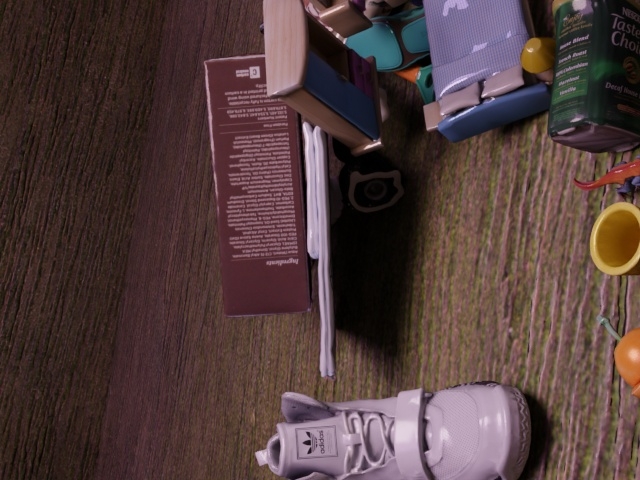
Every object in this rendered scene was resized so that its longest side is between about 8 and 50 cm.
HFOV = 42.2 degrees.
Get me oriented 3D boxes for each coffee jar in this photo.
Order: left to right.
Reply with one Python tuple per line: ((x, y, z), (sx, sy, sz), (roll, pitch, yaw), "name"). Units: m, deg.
((0.284, -0.188, 0.845), (0.079, 0.096, 0.184), (-15, 68, 60), "coffee jar")

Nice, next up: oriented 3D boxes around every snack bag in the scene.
((0.000, 0.000, 1.222), (0.323, 0.037, 0.343), (-86, -7, -83), "snack bag")

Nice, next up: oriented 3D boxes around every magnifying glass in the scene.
((0.158, -0.235, 1.211), (0.231, 0.026, 0.092), (50, 125, 60), "magnifying glass")

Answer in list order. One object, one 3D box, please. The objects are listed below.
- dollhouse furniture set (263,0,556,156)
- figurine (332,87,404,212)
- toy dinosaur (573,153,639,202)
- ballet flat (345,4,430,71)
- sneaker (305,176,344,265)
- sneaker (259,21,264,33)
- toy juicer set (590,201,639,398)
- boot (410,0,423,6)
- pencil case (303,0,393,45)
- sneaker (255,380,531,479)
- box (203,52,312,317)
((0.112, -0.281, 0.994), (0.303, 0.198, 0.286), (-16, 66, 29), "dollhouse furniture set")
((0.045, -0.181, 1.279), (0.209, 0.092, 0.215), (-113, 8, -58), "figurine")
((0.301, -0.061, 0.799), (0.082, 0.090, 0.047), (72, -175, -77), "toy dinosaur")
((0.138, -0.299, 1.210), (0.247, 0.087, 0.083), (5, 117, 57), "ballet flat")
((-0.058, -0.022, 1.482), (0.252, 0.111, 0.103), (-61, 31, 34), "sneaker")
((-0.011, -0.432, 1.490), (0.268, 0.153, 0.101), (-42, 43, 53), "sneaker")
((0.338, 0.056, 0.645), (0.329, 0.089, 0.209), (-13, 69, 63), "toy juicer set")
((0.191, -0.376, 1.158), (0.190, 0.086, 0.069), (5, 76, 37), "boot")
((0.082, -0.438, 1.287), (0.410, 0.160, 0.183), (-55, 12, 41), "pencil case")
((0.071, 0.246, 0.990), (0.366, 0.210, 0.137), (-36, 49, 56), "sneaker")
((-0.090, -0.086, 1.292), (0.191, 0.143, 0.381), (-90, -5, -85), "box")
